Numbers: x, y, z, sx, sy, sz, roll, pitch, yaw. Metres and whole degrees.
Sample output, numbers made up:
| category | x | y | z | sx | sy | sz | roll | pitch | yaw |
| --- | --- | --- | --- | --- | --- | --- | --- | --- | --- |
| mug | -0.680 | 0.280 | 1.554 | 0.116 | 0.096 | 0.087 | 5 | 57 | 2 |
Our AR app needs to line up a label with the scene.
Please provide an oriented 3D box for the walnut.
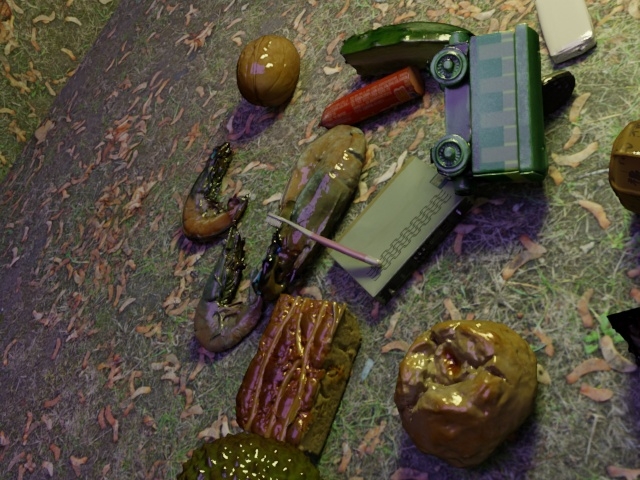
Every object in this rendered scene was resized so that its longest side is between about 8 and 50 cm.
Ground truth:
| category | x | y | z | sx | sy | sz | roll | pitch | yaw |
| --- | --- | --- | --- | --- | --- | --- | --- | --- | --- |
| walnut | -0.137 | -0.443 | 1.864 | 0.167 | 0.167 | 0.207 | -13 | 53 | 34 |

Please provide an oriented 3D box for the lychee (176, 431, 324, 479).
| category | x | y | z | sx | sy | sz | roll | pitch | yaw |
| --- | --- | --- | --- | --- | --- | --- | --- | --- | --- |
| lychee | -0.114 | 0.444 | 1.162 | 0.270 | 0.320 | 0.269 | 5 | 105 | 21 |

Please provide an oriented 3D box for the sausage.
| category | x | y | z | sx | sy | sz | roll | pitch | yaw |
| --- | --- | --- | --- | --- | --- | --- | --- | --- | --- |
| sausage | 0.102 | -0.314 | 1.631 | 0.274 | 0.074 | 0.074 | -18 | 52 | 31 |

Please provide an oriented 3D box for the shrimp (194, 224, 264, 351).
| category | x | y | z | sx | sy | sz | roll | pitch | yaw |
| --- | --- | --- | --- | --- | --- | --- | --- | --- | --- |
| shrimp | -0.190 | 0.109 | 1.600 | 0.178 | 0.075 | 0.289 | 7 | 66 | 34 |

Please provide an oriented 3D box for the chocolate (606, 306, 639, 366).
| category | x | y | z | sx | sy | sz | roll | pitch | yaw |
| --- | --- | --- | --- | --- | --- | --- | --- | --- | --- |
| chocolate | 0.480 | 0.154 | 0.970 | 0.156 | 0.156 | 0.133 | -13 | 82 | 34 |

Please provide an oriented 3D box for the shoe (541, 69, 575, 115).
| category | x | y | z | sx | sy | sz | roll | pitch | yaw |
| --- | --- | --- | --- | --- | --- | --- | --- | --- | --- |
| shoe | 0.385 | -0.264 | 1.360 | 0.194 | 0.074 | 0.077 | -38 | 39 | 17 |

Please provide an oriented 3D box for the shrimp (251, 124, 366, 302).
| category | x | y | z | sx | sy | sz | roll | pitch | yaw |
| --- | --- | --- | --- | --- | --- | --- | --- | --- | --- |
| shrimp | -0.036 | -0.073 | 1.571 | 0.221 | 0.110 | 0.445 | 3 | 61 | 48 |

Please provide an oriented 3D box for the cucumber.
| category | x | y | z | sx | sy | sz | roll | pitch | yaw |
| --- | --- | --- | --- | --- | --- | --- | --- | --- | --- |
| cucumber | 0.205 | -0.438 | 1.591 | 0.326 | 0.145 | 0.105 | 4 | 72 | 37 |

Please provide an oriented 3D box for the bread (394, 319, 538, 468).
| category | x | y | z | sx | sy | sz | roll | pitch | yaw |
| --- | --- | --- | --- | --- | --- | --- | --- | --- | --- |
| bread | 0.217 | 0.229 | 1.120 | 0.245 | 0.134 | 0.244 | -24 | 46 | 27 |

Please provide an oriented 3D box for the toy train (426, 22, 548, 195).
| category | x | y | z | sx | sy | sz | roll | pitch | yaw |
| --- | --- | --- | --- | --- | --- | --- | --- | --- | --- |
| toy train | 0.299 | -0.233 | 1.286 | 0.203 | 0.120 | 0.300 | -3 | 86 | 26 |

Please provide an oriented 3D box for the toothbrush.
| category | x | y | z | sx | sy | sz | roll | pitch | yaw |
| --- | --- | --- | --- | --- | --- | --- | --- | --- | --- |
| toothbrush | 0.000 | 0.000 | 1.423 | 0.287 | 0.020 | 0.025 | 23 | 83 | 31 |

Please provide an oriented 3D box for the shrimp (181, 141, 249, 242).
| category | x | y | z | sx | sy | sz | roll | pitch | yaw |
| --- | --- | --- | --- | --- | --- | --- | --- | --- | --- |
| shrimp | -0.253 | -0.128 | 1.821 | 0.222 | 0.054 | 0.290 | 1 | 66 | 42 |

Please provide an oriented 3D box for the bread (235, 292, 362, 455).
| category | x | y | z | sx | sy | sz | roll | pitch | yaw |
| --- | --- | --- | --- | --- | --- | --- | --- | --- | --- |
| bread | -0.043 | 0.247 | 1.347 | 0.185 | 0.114 | 0.274 | 5 | 68 | 43 |

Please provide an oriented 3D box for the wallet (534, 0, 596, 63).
| category | x | y | z | sx | sy | sz | roll | pitch | yaw |
| --- | --- | --- | --- | --- | --- | --- | --- | --- | --- |
| wallet | 0.485 | -0.432 | 1.415 | 0.095 | 0.033 | 0.190 | -25 | 48 | 28 |

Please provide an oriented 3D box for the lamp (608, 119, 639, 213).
| category | x | y | z | sx | sy | sz | roll | pitch | yaw |
| --- | --- | --- | --- | --- | --- | --- | --- | --- | --- |
| lamp | 0.537 | -0.108 | 1.063 | 0.185 | 0.161 | 0.161 | 13 | 71 | 46 |

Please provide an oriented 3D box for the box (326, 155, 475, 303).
| category | x | y | z | sx | sy | sz | roll | pitch | yaw |
| --- | --- | --- | --- | --- | --- | --- | --- | --- | --- |
| box | 0.156 | -0.023 | 1.407 | 0.270 | 0.045 | 0.211 | -49 | 43 | 1 |
